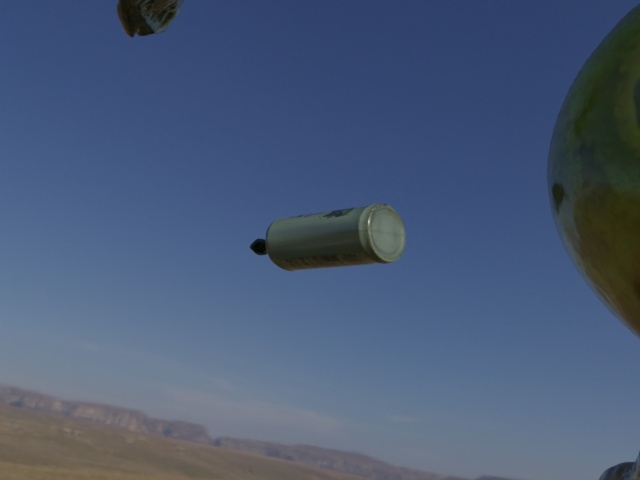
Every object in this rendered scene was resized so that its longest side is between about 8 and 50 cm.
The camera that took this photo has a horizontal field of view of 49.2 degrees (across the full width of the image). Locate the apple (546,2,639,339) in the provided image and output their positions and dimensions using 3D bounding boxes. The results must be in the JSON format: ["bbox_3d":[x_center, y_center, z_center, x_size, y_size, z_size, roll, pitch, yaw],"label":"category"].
[{"bbox_3d":[0.344,-0.054,0.527,0.339,0.340,0.339,10,-18,3],"label":"apple"}]

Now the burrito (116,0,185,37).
[{"bbox_3d":[-0.147,-0.302,0.709,0.096,0.066,0.309,-15,-10,-35],"label":"burrito"}]

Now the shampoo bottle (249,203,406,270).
[{"bbox_3d":[0.000,0.000,1.059,0.234,0.087,0.118,-6,-6,33],"label":"shampoo bottle"}]

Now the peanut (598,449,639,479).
[{"bbox_3d":[0.502,0.358,1.010,0.147,0.147,0.306,13,-47,-9],"label":"peanut"}]
